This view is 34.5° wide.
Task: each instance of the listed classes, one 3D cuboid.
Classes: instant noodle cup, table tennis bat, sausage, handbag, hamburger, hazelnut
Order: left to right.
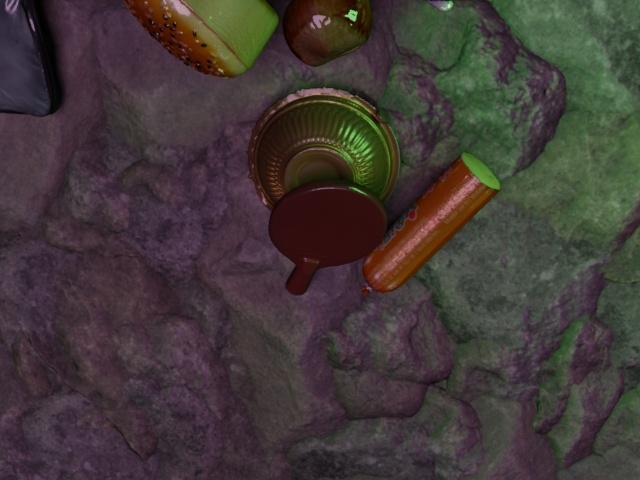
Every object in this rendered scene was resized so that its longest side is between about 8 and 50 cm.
[{"bbox_3d":[-0.564,-0.368,1.787,0.191,0.075,0.332,6,122,16],"label":"handbag"},{"bbox_3d":[-0.205,-0.384,1.624,0.176,0.300,0.300,-42,99,6],"label":"hamburger"},{"bbox_3d":[0.000,0.000,1.784,0.200,0.038,0.310,12,142,-13],"label":"table tennis bat"},{"bbox_3d":[0.002,-0.121,1.764,0.273,0.091,0.274,2,118,4],"label":"instant noodle cup"},{"bbox_3d":[0.007,-0.362,1.674,0.154,0.143,0.143,-26,105,35],"label":"hazelnut"},{"bbox_3d":[0.174,-0.014,1.794,0.093,0.093,0.312,41,113,-6],"label":"sausage"}]

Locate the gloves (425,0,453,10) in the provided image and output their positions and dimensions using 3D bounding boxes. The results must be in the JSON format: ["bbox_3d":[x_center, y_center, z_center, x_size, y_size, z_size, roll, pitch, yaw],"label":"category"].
[{"bbox_3d":[0.132,-0.454,1.634,0.119,0.097,0.229,-42,91,-23],"label":"gloves"}]
